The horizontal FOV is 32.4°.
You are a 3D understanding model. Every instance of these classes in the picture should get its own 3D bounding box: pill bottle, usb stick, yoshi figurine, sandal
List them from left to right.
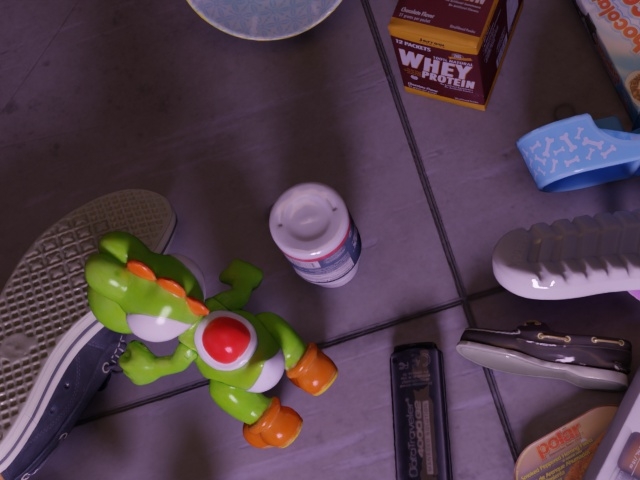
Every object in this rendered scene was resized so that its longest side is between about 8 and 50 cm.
[{"bbox_3d":[-0.167,0.116,1.467,0.203,0.362,0.203,-38,23,28],"label":"yoshi figurine"},{"bbox_3d":[0.000,0.000,1.515,0.108,0.180,0.108,-4,70,10],"label":"pill bottle"},{"bbox_3d":[0.135,0.274,1.463,0.077,0.045,0.278,-8,69,16],"label":"usb stick"},{"bbox_3d":[0.432,0.037,1.452,0.416,0.102,0.169,1,38,3],"label":"sandal"}]

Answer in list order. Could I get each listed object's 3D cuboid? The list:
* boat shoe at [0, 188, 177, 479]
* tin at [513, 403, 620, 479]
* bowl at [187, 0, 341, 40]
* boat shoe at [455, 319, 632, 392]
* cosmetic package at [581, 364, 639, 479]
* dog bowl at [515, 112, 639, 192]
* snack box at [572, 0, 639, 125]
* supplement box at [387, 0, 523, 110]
[{"bbox_3d":[-0.365,0.134,1.563,0.186,0.156,0.500,19,61,20],"label":"boat shoe"},{"bbox_3d":[0.338,0.286,1.421,0.189,0.040,0.106,-29,72,0],"label":"tin"},{"bbox_3d":[-0.086,-0.469,1.697,0.289,0.289,0.156,-16,26,6],"label":"bowl"},{"bbox_3d":[0.296,0.144,1.460,0.227,0.081,0.069,12,70,8],"label":"boat shoe"},{"bbox_3d":[0.479,0.304,1.333,0.284,0.097,0.377,29,78,7],"label":"cosmetic package"},{"bbox_3d":[0.419,-0.131,1.492,0.297,0.166,0.074,-12,81,7],"label":"dog bowl"},{"bbox_3d":[0.474,-0.343,1.591,0.187,0.060,0.322,-23,74,3],"label":"snack box"},{"bbox_3d":[0.199,-0.323,1.582,0.129,0.194,0.191,17,75,17],"label":"supplement box"}]
